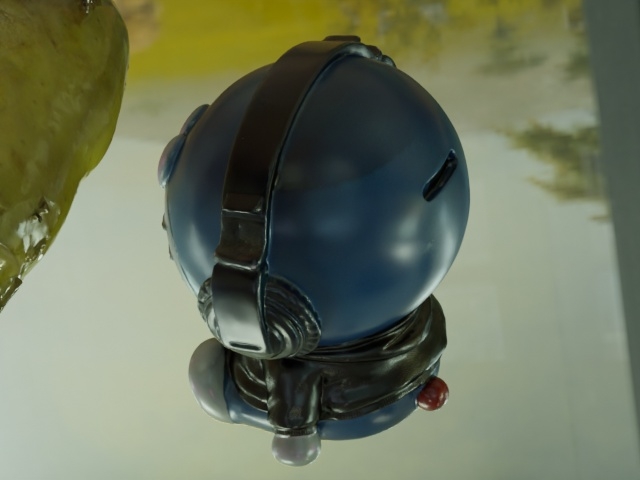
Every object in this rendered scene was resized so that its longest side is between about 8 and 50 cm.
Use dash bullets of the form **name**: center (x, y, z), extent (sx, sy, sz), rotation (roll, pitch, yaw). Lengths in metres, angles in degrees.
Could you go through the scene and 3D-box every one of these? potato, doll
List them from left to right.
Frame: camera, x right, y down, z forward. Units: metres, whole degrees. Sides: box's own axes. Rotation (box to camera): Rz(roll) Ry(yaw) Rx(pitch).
- **potato**: center (-0.210, -0.060, 0.828), extent (0.140, 0.173, 0.300), rotation (-33, -153, 47)
- **doll**: center (0.000, 0.000, 1.164), extent (0.240, 0.310, 0.284), rotation (6, -141, 25)
